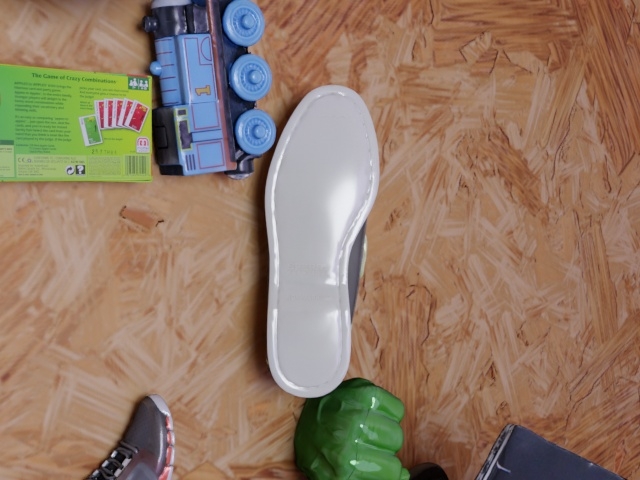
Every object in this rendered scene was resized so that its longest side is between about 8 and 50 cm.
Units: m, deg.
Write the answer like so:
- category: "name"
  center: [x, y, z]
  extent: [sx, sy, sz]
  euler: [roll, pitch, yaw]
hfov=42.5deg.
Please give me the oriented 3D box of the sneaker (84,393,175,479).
- category: "sneaker"
  center: [-0.176, 0.214, 0.734]
  extent: [0.064, 0.061, 0.158]
  euler: [15, 84, -32]

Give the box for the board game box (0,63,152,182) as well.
- category: "board game box"
  center: [-0.229, -0.094, 0.672]
  extent: [0.181, 0.043, 0.092]
  euler: [-3, 95, -39]

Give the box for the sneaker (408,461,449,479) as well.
- category: "sneaker"
  center: [0.098, 0.353, 0.922]
  extent: [0.227, 0.130, 0.087]
  euler: [-39, 118, -32]

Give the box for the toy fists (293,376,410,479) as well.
- category: "toy fists"
  center: [0.018, 0.277, 0.825]
  extent: [0.096, 0.142, 0.279]
  euler: [17, 83, -14]

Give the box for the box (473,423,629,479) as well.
- category: "box"
  center: [0.205, 0.513, 0.802]
  extent: [0.472, 0.297, 0.480]
  euler: [-57, 153, -22]

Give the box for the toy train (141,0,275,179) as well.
- category: "toy train"
  center: [-0.104, -0.144, 0.749]
  extent: [0.105, 0.080, 0.184]
  euler: [-11, 101, -32]

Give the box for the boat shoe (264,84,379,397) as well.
- category: "boat shoe"
  center: [-0.005, 0.000, 0.832]
  extent: [0.109, 0.091, 0.305]
  euler: [6, 88, -2]
